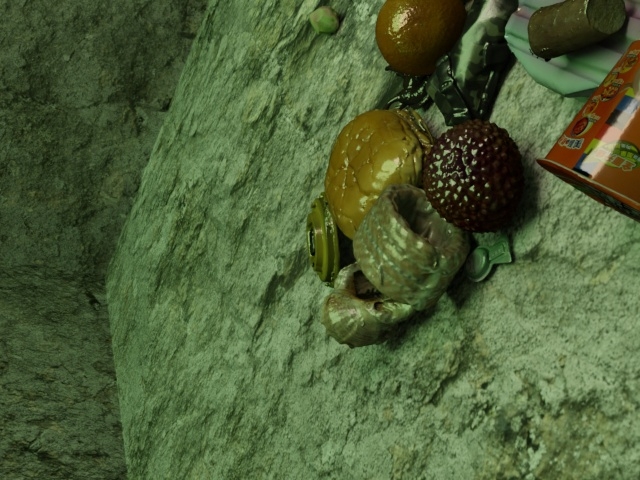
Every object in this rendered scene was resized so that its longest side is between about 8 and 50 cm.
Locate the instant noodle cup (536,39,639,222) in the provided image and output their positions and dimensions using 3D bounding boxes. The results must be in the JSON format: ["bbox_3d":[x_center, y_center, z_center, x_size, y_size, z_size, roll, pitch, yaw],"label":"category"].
[{"bbox_3d":[0.437,-0.123,0.983,0.192,0.250,0.250,-60,30,9],"label":"instant noodle cup"}]

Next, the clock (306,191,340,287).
[{"bbox_3d":[0.000,0.000,1.829,0.237,0.057,0.236,176,90,-81],"label":"clock"}]

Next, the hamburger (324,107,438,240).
[{"bbox_3d":[0.126,-0.148,1.649,0.319,0.158,0.318,-30,54,51],"label":"hamburger"}]

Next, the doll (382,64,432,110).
[{"bbox_3d":[0.207,-0.349,1.703,0.165,0.057,0.138,-15,62,50],"label":"doll"}]

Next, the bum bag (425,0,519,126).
[{"bbox_3d":[0.312,-0.376,1.466,0.144,0.095,0.340,37,114,31],"label":"bum bag"}]

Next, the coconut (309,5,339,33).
[{"bbox_3d":[0.016,-0.622,2.170,0.083,0.081,0.082,82,163,-46],"label":"coconut"}]

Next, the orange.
[{"bbox_3d":[0.209,-0.438,1.591,0.206,0.206,0.206,-36,47,51],"label":"orange"}]

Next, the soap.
[{"bbox_3d":[0.428,-0.317,1.210,0.192,0.109,0.324,-66,30,17],"label":"soap"}]

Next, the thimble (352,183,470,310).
[{"bbox_3d":[0.170,0.004,1.438,0.229,0.196,0.148,-73,10,-60],"label":"thimble"}]

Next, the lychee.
[{"bbox_3d":[0.270,-0.103,1.331,0.188,0.188,0.188,-36,47,51],"label":"lychee"}]

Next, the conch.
[{"bbox_3d":[0.106,0.123,1.556,0.245,0.163,0.178,-17,79,45],"label":"conch"}]

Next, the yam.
[{"bbox_3d":[0.369,-0.316,1.119,0.127,0.084,0.084,-4,74,64],"label":"yam"}]

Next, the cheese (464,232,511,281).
[{"bbox_3d":[0.296,0.035,1.379,0.121,0.026,0.067,-39,45,49],"label":"cheese"}]
